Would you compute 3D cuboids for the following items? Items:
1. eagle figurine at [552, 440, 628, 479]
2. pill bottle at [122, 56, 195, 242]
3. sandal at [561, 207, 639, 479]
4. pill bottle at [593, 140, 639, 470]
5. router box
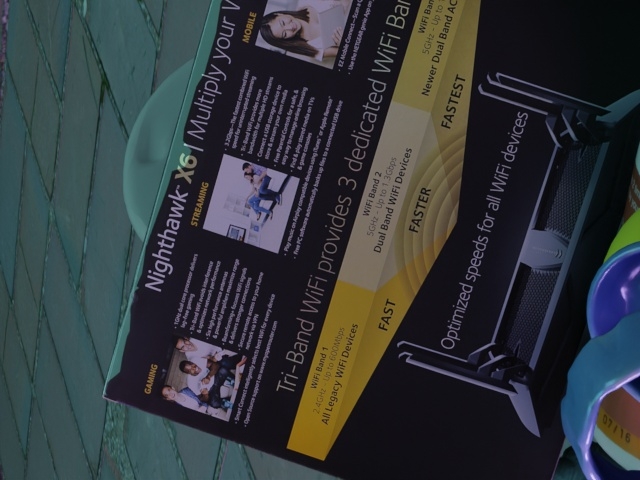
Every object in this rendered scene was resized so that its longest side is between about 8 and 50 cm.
[{"bbox_3d":[0.177,0.225,0.883,0.226,0.225,0.298,-51,-7,4],"label":"eagle figurine"},{"bbox_3d":[0.000,0.000,1.115,0.283,0.161,0.161,48,-157,-59],"label":"pill bottle"},{"bbox_3d":[0.215,0.096,0.641,0.317,0.138,0.126,27,124,31],"label":"sandal"},{"bbox_3d":[0.200,0.005,0.795,0.121,0.121,0.216,-126,36,-55],"label":"pill bottle"},{"bbox_3d":[0.044,-0.026,0.898,0.081,0.243,0.308,-45,-27,-76],"label":"router box"}]
